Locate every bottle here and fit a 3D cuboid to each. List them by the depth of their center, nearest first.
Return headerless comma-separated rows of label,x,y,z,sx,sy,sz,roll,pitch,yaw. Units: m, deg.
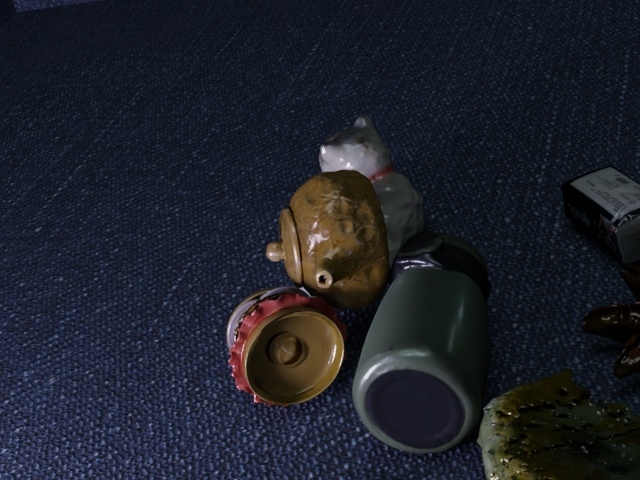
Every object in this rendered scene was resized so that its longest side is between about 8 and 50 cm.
bottle,0.149,0.119,1.558,0.168,0.168,0.347,-6,31,16

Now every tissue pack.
tissue pack,0.456,-0.041,1.755,0.103,0.090,0.170,-21,29,-10

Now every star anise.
star anise,0.488,0.104,1.509,0.288,0.088,0.288,-11,29,6

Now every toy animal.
toy animal,0.051,-0.057,1.889,0.308,0.188,0.266,-31,42,-31

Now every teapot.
teapot,0.000,0.000,1.679,0.167,0.203,0.311,-9,20,-7

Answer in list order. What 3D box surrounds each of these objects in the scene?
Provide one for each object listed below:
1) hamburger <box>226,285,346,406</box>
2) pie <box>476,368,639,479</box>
hamburger,-0.053,0.140,1.621,0.175,0.175,0.137,-22,24,-10
pie,0.341,0.252,1.297,0.371,0.078,0.296,9,26,31
